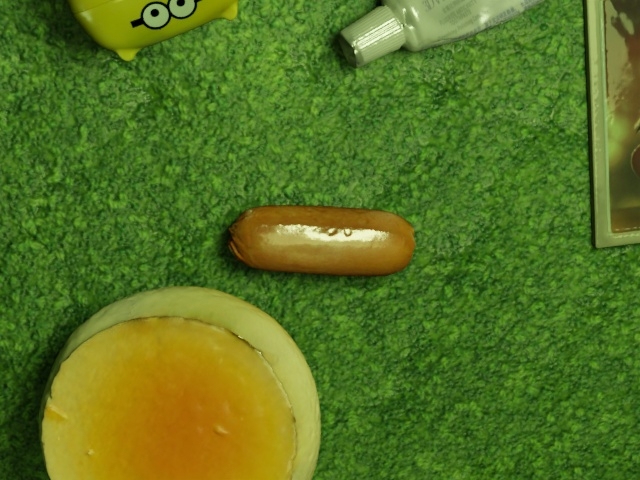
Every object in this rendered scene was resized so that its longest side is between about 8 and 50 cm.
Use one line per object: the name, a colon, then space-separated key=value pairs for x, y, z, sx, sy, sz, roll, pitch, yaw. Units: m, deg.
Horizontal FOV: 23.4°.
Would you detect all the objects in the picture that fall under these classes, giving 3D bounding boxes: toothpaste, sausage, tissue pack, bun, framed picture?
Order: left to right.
tissue pack: x=-0.162 y=-0.259 z=1.519 sx=0.178 sy=0.123 sz=0.127 roll=-21 pitch=107 yaw=-2
bun: x=-0.141 y=0.190 z=1.625 sx=0.298 sy=0.165 sz=0.299 roll=2 pitch=100 yaw=9
sausage: x=0.000 y=0.000 z=1.639 sx=0.197 sy=0.076 sz=0.076 roll=4 pitch=105 yaw=-7
toothpaste: x=0.147 y=-0.260 z=1.600 sx=0.282 sy=0.068 sz=0.099 roll=-29 pitch=135 yaw=-6
framed picture: x=0.394 y=-0.144 z=1.683 sx=0.211 sy=0.020 sz=0.290 roll=-7 pitch=105 yaw=-7
